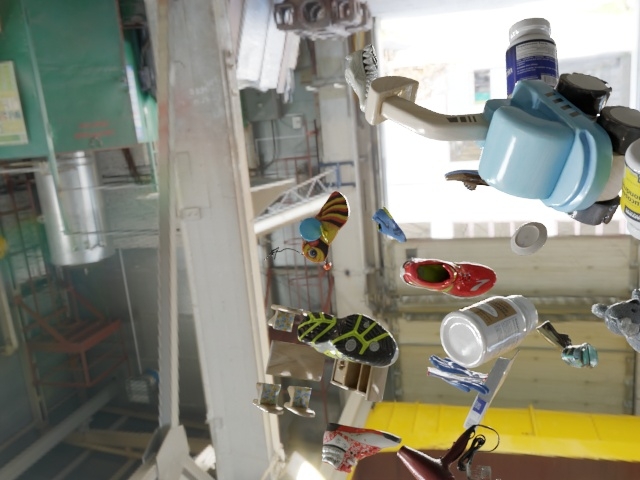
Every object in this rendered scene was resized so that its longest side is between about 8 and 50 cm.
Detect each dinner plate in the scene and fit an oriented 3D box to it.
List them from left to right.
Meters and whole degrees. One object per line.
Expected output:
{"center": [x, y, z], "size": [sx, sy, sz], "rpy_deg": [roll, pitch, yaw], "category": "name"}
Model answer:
{"center": [0.731, -0.010, 1.997], "size": [0.017, 0.141, 0.141], "rpy_deg": [35, 170, -31], "category": "dinner plate"}

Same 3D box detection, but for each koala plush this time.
{"center": [1.017, 0.266, 1.841], "size": [0.221, 0.203, 0.196], "rpy_deg": [11, -161, -18], "category": "koala plush"}

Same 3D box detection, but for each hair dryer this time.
{"center": [0.365, 0.630, 1.609], "size": [0.294, 0.080, 0.223], "rpy_deg": [2, -146, 6], "category": "hair dryer"}

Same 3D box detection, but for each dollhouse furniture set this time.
{"center": [0.007, 0.447, 2.021], "size": [0.394, 0.361, 0.256], "rpy_deg": [15, 172, -29], "category": "dollhouse furniture set"}

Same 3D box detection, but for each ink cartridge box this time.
{"center": [0.536, 0.467, 1.786], "size": [0.045, 0.223, 0.224], "rpy_deg": [29, -126, 23], "category": "ink cartridge box"}

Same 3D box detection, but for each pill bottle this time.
{"center": [0.400, 0.202, 1.322], "size": [0.229, 0.131, 0.131], "rpy_deg": [-12, -165, -37], "category": "pill bottle"}
{"center": [0.637, -0.524, 1.711], "size": [0.153, 0.264, 0.153], "rpy_deg": [2, 168, 0], "category": "pill bottle"}
{"center": [0.579, -0.085, 0.981], "size": [0.103, 0.184, 0.103], "rpy_deg": [-12, -135, 12], "category": "pill bottle"}

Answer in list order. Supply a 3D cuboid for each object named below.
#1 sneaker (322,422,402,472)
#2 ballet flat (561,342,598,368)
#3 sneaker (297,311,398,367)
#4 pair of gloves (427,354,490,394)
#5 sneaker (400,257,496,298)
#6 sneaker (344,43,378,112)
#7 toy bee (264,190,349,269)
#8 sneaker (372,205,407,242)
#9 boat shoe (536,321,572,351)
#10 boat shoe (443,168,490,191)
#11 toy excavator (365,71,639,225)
{"center": [0.130, 0.688, 1.846], "size": [0.270, 0.144, 0.090], "rpy_deg": [-1, 154, 28], "category": "sneaker"}
{"center": [0.662, 0.296, 1.455], "size": [0.070, 0.070, 0.188], "rpy_deg": [5, 170, 37], "category": "ballet flat"}
{"center": [0.102, 0.315, 1.791], "size": [0.385, 0.145, 0.147], "rpy_deg": [10, 156, 47], "category": "sneaker"}
{"center": [0.351, 0.340, 1.443], "size": [0.159, 0.023, 0.198], "rpy_deg": [15, -174, 14], "category": "pair of gloves"}
{"center": [0.362, 0.105, 1.574], "size": [0.279, 0.107, 0.118], "rpy_deg": [4, 174, -6], "category": "sneaker"}
{"center": [0.152, -0.591, 2.106], "size": [0.118, 0.292, 0.110], "rpy_deg": [-8, 152, 17], "category": "sneaker"}
{"center": [0.000, 0.000, 1.727], "size": [0.298, 0.162, 0.195], "rpy_deg": [-44, 180, 27], "category": "toy bee"}
{"center": [0.278, -0.049, 2.307], "size": [0.082, 0.209, 0.069], "rpy_deg": [-41, -143, 1], "category": "sneaker"}
{"center": [0.672, 0.280, 1.577], "size": [0.056, 0.049, 0.152], "rpy_deg": [40, -176, -46], "category": "boat shoe"}
{"center": [0.490, -0.194, 1.826], "size": [0.183, 0.066, 0.066], "rpy_deg": [0, 176, 14], "category": "boat shoe"}
{"center": [0.359, -0.224, 1.163], "size": [0.446, 0.222, 0.432], "rpy_deg": [-5, -139, -16], "category": "toy excavator"}
